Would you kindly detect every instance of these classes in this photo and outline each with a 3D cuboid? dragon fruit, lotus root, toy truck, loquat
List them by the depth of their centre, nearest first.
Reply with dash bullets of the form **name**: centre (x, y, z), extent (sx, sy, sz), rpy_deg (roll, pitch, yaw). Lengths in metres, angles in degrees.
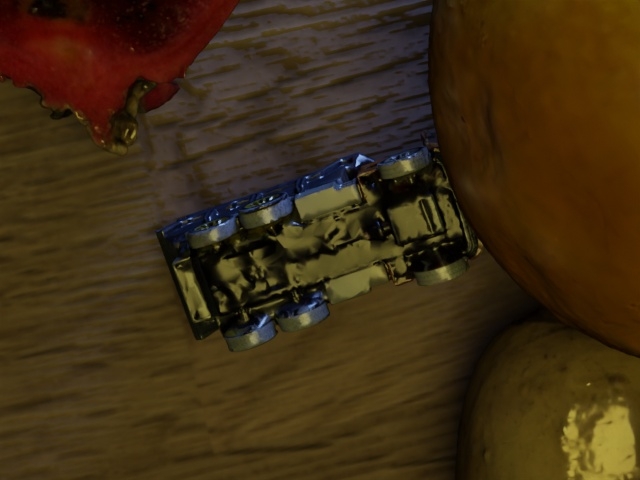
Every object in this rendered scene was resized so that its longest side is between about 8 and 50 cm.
- **loquat**: centre (0.216, -0.092, 0.962), extent (0.328, 0.328, 0.328), rpy_deg (-1, 99, -5)
- **dragon fruit**: centre (-0.133, -0.162, 1.018), extent (0.262, 0.134, 0.212), rpy_deg (4, 111, 10)
- **toy truck**: centre (0.000, 0.000, 1.066), extent (0.192, 0.092, 0.083), rpy_deg (-19, 100, 6)
- **lotus root**: centre (0.169, 0.207, 1.080), extent (0.169, 0.151, 0.343), rpy_deg (-4, 100, -6)
